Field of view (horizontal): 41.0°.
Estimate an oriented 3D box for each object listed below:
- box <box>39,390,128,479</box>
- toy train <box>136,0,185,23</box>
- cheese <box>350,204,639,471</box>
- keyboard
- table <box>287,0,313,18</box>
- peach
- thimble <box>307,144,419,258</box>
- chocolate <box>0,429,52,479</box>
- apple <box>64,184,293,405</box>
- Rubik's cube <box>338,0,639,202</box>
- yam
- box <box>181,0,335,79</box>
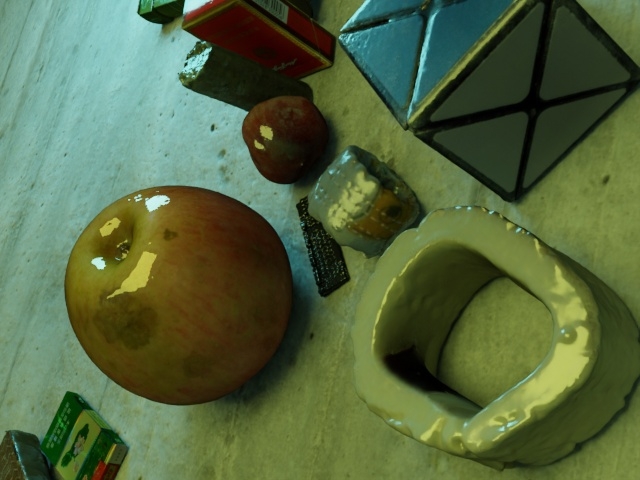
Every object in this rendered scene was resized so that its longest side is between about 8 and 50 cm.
[{"bbox_3d":[-0.461,0.400,1.656,0.235,0.034,0.132,27,90,47],"label":"box"},{"bbox_3d":[-0.320,-0.580,1.950,0.225,0.090,0.137,-1,78,44],"label":"toy train"},{"bbox_3d":[0.205,0.128,1.047,0.332,0.153,0.292,31,94,49],"label":"cheese"},{"bbox_3d":[0.000,0.000,1.408,0.060,0.018,0.196,-35,50,24],"label":"keyboard"},{"bbox_3d":[-0.055,-0.540,1.632,0.167,0.167,0.227,2,64,45],"label":"table"},{"bbox_3d":[-0.057,-0.164,1.462,0.152,0.152,0.152,-21,58,37],"label":"peach"},{"bbox_3d":[0.062,-0.058,1.292,0.118,0.127,0.151,-50,44,17],"label":"thimble"},{"bbox_3d":[-0.599,0.493,1.706,0.148,0.093,0.214,-55,42,12],"label":"chocolate"},{"bbox_3d":[-0.233,0.080,1.370,0.363,0.364,0.364,-21,58,37],"label":"apple"},{"bbox_3d":[0.220,-0.243,1.136,0.259,0.254,0.260,-45,44,21],"label":"Rubik's cube"},{"bbox_3d":[-0.129,-0.272,1.492,0.093,0.259,0.093,-12,72,41],"label":"yam"},{"bbox_3d":[-0.107,-0.370,1.522,0.153,0.239,0.074,-17,60,38],"label":"box"}]
